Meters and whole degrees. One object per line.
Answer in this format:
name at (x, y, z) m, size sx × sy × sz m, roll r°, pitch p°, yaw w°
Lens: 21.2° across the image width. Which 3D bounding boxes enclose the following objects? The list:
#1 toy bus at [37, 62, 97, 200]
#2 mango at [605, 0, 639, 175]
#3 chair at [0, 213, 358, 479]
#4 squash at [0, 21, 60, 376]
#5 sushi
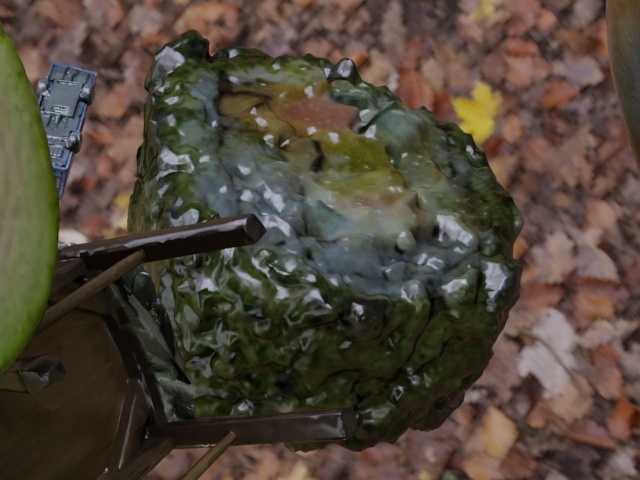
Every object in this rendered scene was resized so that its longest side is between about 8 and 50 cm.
toy bus at (-0.234, -0.098, 1.519) m, size 0.051 × 0.061 × 0.153 m, roll 11°, pitch 42°, yaw -4°
mango at (0.267, -0.068, 0.940) m, size 0.199 × 0.384 × 0.221 m, roll -25°, pitch 28°, yaw -18°
chair at (-0.158, 0.086, 0.919) m, size 0.319 × 0.160 × 0.186 m, roll -5°, pitch 26°, yaw 45°
squash at (-0.289, 0.001, 0.767) m, size 0.309 × 0.210 × 0.233 m, roll -17°, pitch 69°, yaw 32°
sushi at (0.000, 0.000, 1.335) m, size 0.352 × 0.294 × 0.178 m, roll -107°, pitch 25°, yaw -50°
